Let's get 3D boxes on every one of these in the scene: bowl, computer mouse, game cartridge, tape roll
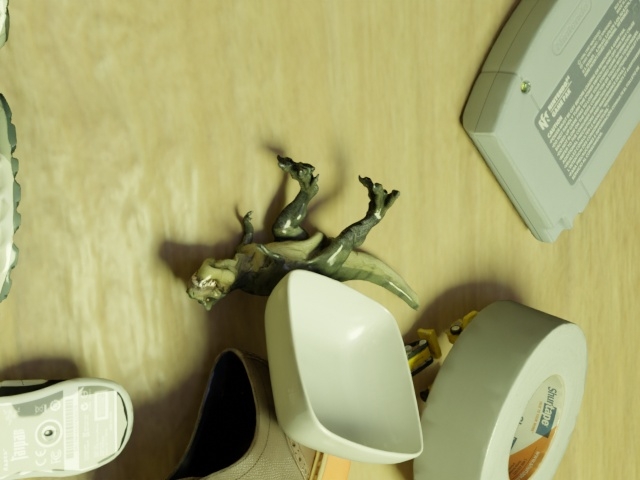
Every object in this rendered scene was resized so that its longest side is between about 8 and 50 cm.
[{"bbox_3d":[0.010,0.104,0.771,0.142,0.053,0.142,27,42,-44],"label":"bowl"},{"bbox_3d":[-0.220,0.131,0.671,0.193,0.042,0.106,-2,96,-35],"label":"computer mouse"},{"bbox_3d":[0.259,-0.169,1.016,0.294,0.060,0.196,-54,132,-19],"label":"game cartridge"},{"bbox_3d":[0.178,0.171,0.968,0.219,0.072,0.219,-29,128,-45],"label":"tape roll"}]

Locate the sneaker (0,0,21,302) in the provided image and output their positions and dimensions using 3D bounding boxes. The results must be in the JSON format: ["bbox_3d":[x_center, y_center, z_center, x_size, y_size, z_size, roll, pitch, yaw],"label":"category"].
[{"bbox_3d":[-0.244,-0.072,0.583,0.122,0.110,0.283,-5,101,-22],"label":"sneaker"}]

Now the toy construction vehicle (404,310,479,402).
[{"bbox_3d":[0.117,0.114,0.968,0.098,0.035,0.086,-33,119,-22],"label":"toy construction vehicle"}]

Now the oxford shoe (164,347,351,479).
[{"bbox_3d":[-0.080,0.241,0.706,0.133,0.130,0.363,47,36,-30],"label":"oxford shoe"}]

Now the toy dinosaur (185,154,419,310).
[{"bbox_3d":[0.000,0.000,0.821,0.268,0.064,0.118,4,111,-42],"label":"toy dinosaur"}]
